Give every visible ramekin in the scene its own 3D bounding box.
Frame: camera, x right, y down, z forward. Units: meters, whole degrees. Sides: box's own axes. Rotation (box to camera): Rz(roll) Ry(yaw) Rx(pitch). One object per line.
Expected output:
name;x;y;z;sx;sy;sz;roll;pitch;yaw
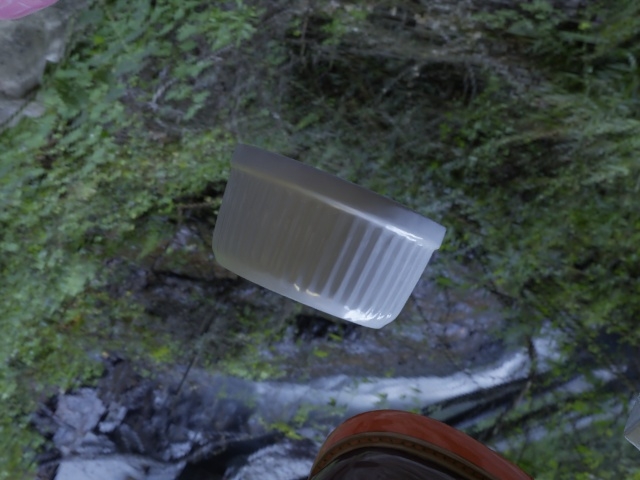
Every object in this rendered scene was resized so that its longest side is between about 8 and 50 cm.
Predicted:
ramekin;0.000;0.000;0.812;0.207;0.207;0.109;22;90;-62

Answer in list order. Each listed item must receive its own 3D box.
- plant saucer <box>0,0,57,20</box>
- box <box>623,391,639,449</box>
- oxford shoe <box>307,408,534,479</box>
plant saucer;-0.172;-0.267;0.380;0.332;0.084;0.332;-19;90;-87
box;0.453;0.073;0.749;0.215;0.168;0.345;-34;163;-52
oxford shoe;0.110;0.160;0.325;0.098;0.271;0.097;-44;154;-71
